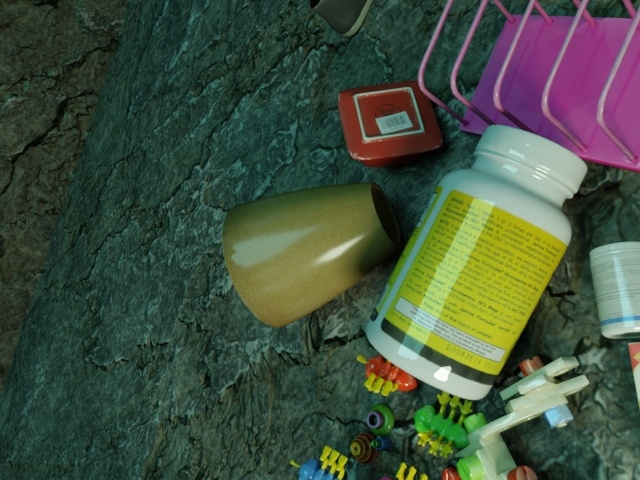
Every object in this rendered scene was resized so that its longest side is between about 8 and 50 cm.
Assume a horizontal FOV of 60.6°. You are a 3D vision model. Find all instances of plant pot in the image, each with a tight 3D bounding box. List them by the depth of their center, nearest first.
[{"bbox_3d":[0.000,0.000,0.955,0.254,0.237,0.237,-23,60,22],"label":"plant pot"}]

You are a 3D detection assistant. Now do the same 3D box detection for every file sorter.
[{"bbox_3d":[0.310,-0.246,0.748,0.290,0.182,0.202,27,96,45],"label":"file sorter"}]

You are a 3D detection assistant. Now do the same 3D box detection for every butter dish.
[{"bbox_3d":[0.117,-0.187,0.970,0.160,0.118,0.160,-8,61,-2],"label":"butter dish"}]

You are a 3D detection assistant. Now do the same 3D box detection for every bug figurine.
[{"bbox_3d":[0.094,0.296,0.808,0.216,0.072,0.279,22,65,35],"label":"bug figurine"}]

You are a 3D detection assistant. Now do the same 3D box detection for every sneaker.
[{"bbox_3d":[0.062,-0.553,1.138,0.083,0.118,0.222,21,91,46],"label":"sneaker"}]

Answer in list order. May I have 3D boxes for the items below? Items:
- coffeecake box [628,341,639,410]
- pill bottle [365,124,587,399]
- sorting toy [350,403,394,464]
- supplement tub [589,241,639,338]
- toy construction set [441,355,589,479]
[{"bbox_3d":[0.421,0.195,0.570,0.142,0.068,0.185,-17,64,40],"label":"coffeecake box"},{"bbox_3d":[0.213,0.026,0.742,0.188,0.188,0.334,32,98,45],"label":"pill bottle"},{"bbox_3d":[0.080,0.313,0.879,0.061,0.042,0.102,24,93,46],"label":"sorting toy"},{"bbox_3d":[0.370,0.062,0.663,0.071,0.071,0.107,-16,66,40],"label":"supplement tub"},{"bbox_3d":[0.256,0.301,0.630,0.215,0.151,0.328,115,157,-49],"label":"toy construction set"}]
